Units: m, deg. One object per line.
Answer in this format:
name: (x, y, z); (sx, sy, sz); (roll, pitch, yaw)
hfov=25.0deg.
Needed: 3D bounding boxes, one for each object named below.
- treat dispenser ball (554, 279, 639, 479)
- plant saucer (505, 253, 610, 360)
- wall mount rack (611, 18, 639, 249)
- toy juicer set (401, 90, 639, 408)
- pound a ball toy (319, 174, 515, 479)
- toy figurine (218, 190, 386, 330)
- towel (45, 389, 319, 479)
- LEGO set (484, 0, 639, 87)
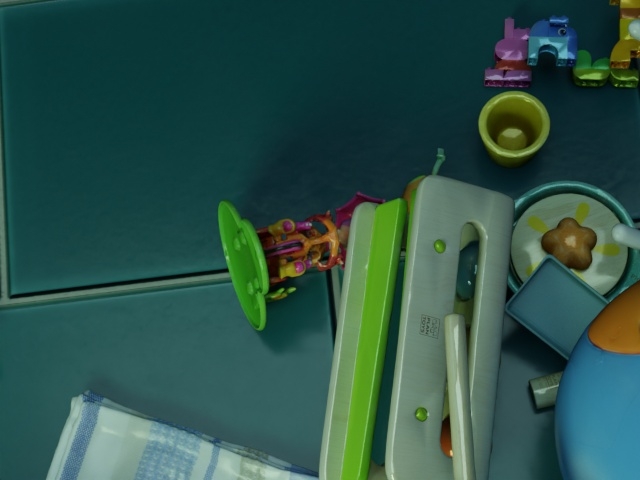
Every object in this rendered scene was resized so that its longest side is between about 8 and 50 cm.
treat dispenser ball: (0.339, 0.156, 1.193); (0.288, 0.288, 0.288); (-1, 74, 5)
plant saucer: (0.261, 0.093, 1.333); (0.192, 0.018, 0.067); (38, 96, -8)
wall mount rack: (0.429, -0.072, 1.356); (0.304, 0.130, 0.350); (6, 74, 7)
toy juicer set: (0.205, 0.032, 1.367); (0.209, 0.089, 0.329); (-35, 75, -6)
pound a ball toy: (0.115, 0.110, 1.225); (0.136, 0.208, 0.319); (15, 72, -26)
toy figurine: (0.000, 0.000, 1.369); (0.159, 0.173, 0.130); (-16, 85, -13)
towel: (-0.136, 0.279, 1.355); (0.285, 0.034, 0.209); (17, 77, 9)
LEGO set: (0.280, -0.209, 1.431); (0.227, 0.087, 0.093); (2, 75, 5)
